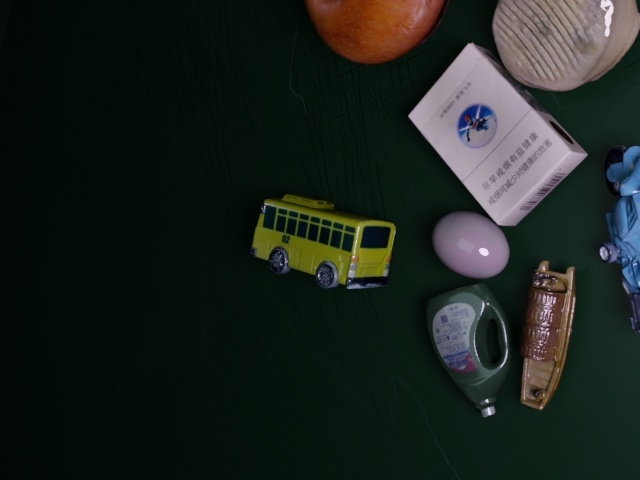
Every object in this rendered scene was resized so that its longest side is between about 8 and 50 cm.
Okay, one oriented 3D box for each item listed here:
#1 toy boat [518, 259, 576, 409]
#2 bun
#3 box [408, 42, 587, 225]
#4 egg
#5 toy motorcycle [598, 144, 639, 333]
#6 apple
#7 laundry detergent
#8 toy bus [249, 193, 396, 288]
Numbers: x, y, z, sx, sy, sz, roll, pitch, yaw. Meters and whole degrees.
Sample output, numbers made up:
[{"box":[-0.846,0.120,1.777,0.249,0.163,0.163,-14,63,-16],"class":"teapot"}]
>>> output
[{"box":[0.339,0.145,1.121,0.068,0.088,0.225,13,98,40],"class":"toy boat"},{"box":[0.365,-0.331,1.082,0.210,0.116,0.237,50,143,24],"class":"bun"},{"box":[0.278,-0.170,1.189,0.164,0.069,0.256,-49,61,29],"class":"box"},{"box":[0.243,0.007,1.194,0.135,0.103,0.103,33,111,34],"class":"egg"},{"box":[0.455,-0.003,0.984,0.182,0.124,0.272,169,88,-79],"class":"toy motorcycle"},{"box":[0.088,-0.440,1.246,0.251,0.206,0.272,56,137,14],"class":"apple"},{"box":[0.255,0.181,1.211,0.137,0.063,0.210,-24,74,32],"class":"laundry detergent"},{"box":[0.000,0.000,1.392,0.262,0.128,0.149,16,100,39],"class":"toy bus"}]
